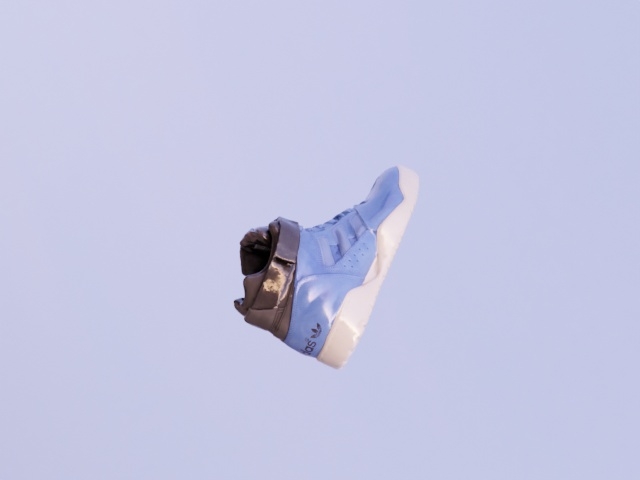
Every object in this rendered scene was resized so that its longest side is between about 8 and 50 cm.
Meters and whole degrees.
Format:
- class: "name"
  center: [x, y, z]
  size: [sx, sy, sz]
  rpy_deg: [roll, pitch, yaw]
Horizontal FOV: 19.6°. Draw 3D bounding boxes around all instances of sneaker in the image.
- class: "sneaker"
  center: [0.000, -0.001, 1.079]
  size: [0.085, 0.152, 0.058]
  rpy_deg: [25, -37, -1]
